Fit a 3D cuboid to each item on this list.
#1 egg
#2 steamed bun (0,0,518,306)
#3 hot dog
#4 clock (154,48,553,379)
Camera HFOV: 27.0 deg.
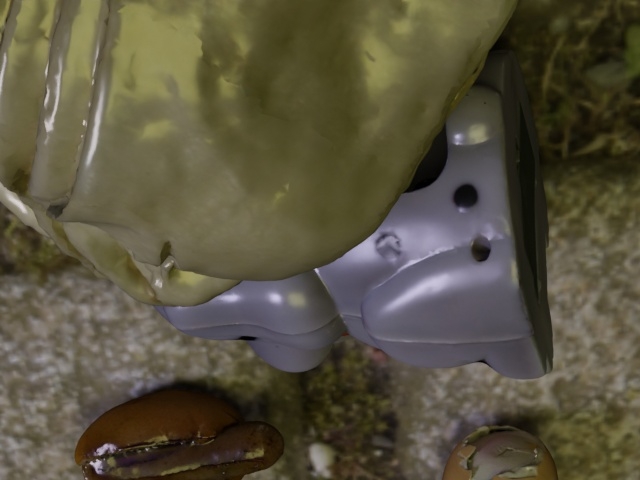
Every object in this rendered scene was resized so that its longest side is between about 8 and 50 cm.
[{"bbox_3d":[0.123,0.176,0.920,0.080,0.080,0.096,-2,117,-2],"label":"egg"},{"bbox_3d":[-0.082,-0.115,0.600,0.203,0.289,0.276,24,107,-31],"label":"steamed bun"},{"bbox_3d":[-0.095,0.145,0.903,0.140,0.060,0.090,-4,124,-5],"label":"hot dog"},{"bbox_3d":[0.004,0.001,0.776,0.254,0.189,0.189,-11,120,18],"label":"clock"}]
